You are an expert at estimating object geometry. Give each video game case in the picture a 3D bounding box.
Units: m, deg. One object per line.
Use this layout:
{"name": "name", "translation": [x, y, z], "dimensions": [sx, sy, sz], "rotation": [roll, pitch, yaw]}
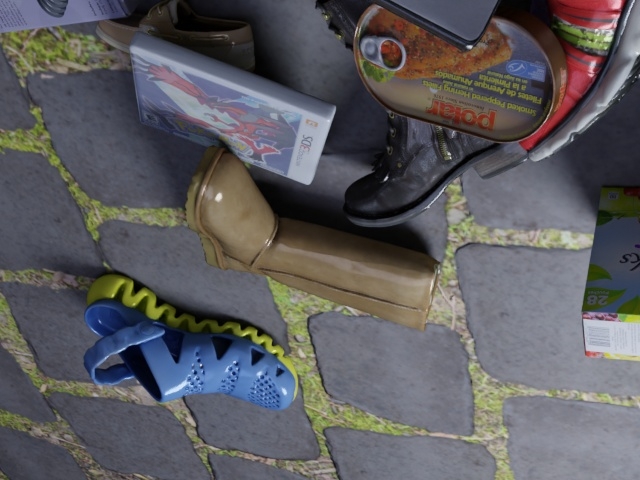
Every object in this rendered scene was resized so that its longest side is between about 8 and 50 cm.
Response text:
{"name": "video game case", "translation": [-0.092, -0.127, 0.990], "dimensions": [0.201, 0.023, 0.183], "rotation": [21, 162, -1]}

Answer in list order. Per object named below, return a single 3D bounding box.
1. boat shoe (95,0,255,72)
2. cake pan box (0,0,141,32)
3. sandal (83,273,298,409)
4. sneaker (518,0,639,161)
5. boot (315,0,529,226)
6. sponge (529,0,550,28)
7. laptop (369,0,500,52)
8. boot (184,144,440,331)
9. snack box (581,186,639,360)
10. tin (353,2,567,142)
{"name": "boat shoe", "translation": [-0.142, -0.211, 0.970], "dimensions": [0.170, 0.063, 0.059], "rotation": [15, 124, 9]}
{"name": "cake pan box", "translation": [-0.322, -0.326, 0.927], "dimensions": [0.245, 0.070, 0.267], "rotation": [-3, 131, 24]}
{"name": "sandal", "translation": [-0.186, 0.166, 1.307], "dimensions": [0.317, 0.138, 0.126], "rotation": [18, 135, 4]}
{"name": "sneaker", "translation": [0.218, -0.185, 0.774], "dimensions": [0.118, 0.107, 0.279], "rotation": [38, 137, 14]}
{"name": "boot", "translation": [0.071, -0.147, 0.927], "dimensions": [0.263, 0.091, 0.229], "rotation": [-26, 112, 36]}
{"name": "sponge", "translation": [0.282, -0.203, 0.800], "dimensions": [0.210, 0.031, 0.117], "rotation": [13, 136, 14]}
{"name": "laptop", "translation": [0.035, -0.403, 0.573], "dimensions": [0.382, 0.408, 0.236], "rotation": [27, 171, -2]}
{"name": "boot", "translation": [0.000, 0.000, 1.076], "dimensions": [0.269, 0.089, 0.236], "rotation": [17, 160, 10]}
{"name": "snack box", "translation": [0.355, 0.031, 0.893], "dimensions": [0.207, 0.174, 0.070], "rotation": [2, 134, 24]}
{"name": "tin", "translation": [0.112, -0.144, 0.801], "dimensions": [0.189, 0.040, 0.106], "rotation": [22, 125, 32]}
